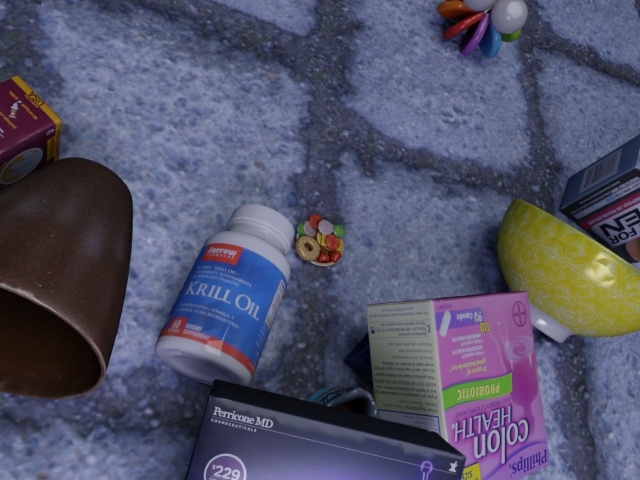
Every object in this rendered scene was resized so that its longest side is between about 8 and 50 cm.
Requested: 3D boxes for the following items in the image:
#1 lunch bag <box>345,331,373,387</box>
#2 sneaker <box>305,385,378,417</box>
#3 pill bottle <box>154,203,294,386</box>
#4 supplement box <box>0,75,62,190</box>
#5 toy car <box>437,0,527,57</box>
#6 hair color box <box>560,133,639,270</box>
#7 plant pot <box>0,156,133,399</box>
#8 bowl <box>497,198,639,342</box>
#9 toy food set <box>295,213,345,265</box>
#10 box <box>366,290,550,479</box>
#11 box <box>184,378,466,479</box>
[{"bbox_3d":[0.093,0.161,0.818,0.065,0.067,0.098,48,55,0],"label":"lunch bag"},{"bbox_3d":[-0.019,0.273,0.676,0.104,0.125,0.261,39,56,-5],"label":"sneaker"},{"bbox_3d":[-0.111,0.065,0.729,0.124,0.124,0.221,27,58,-13],"label":"pill bottle"},{"bbox_3d":[-0.411,-0.099,0.670,0.081,0.104,0.188,45,57,-1],"label":"supplement box"},{"bbox_3d":[0.328,-0.459,1.191,0.182,0.159,0.136,34,92,-9],"label":"toy car"},{"bbox_3d":[0.694,-0.025,1.126,0.375,0.185,0.113,36,58,-7],"label":"hair color box"},{"bbox_3d":[-0.300,0.019,0.628,0.215,0.215,0.230,25,44,-14],"label":"plant pot"},{"bbox_3d":[0.397,0.074,0.934,0.290,0.289,0.156,33,99,-9],"label":"bowl"},{"bbox_3d":[0.000,0.000,0.875,0.083,0.020,0.082,17,61,-18],"label":"toy food set"},{"bbox_3d":[0.186,0.196,0.761,0.214,0.117,0.242,1,81,-40],"label":"box"},{"bbox_3d":[-0.008,0.267,0.579,0.261,0.103,0.184,15,82,-5],"label":"box"}]
